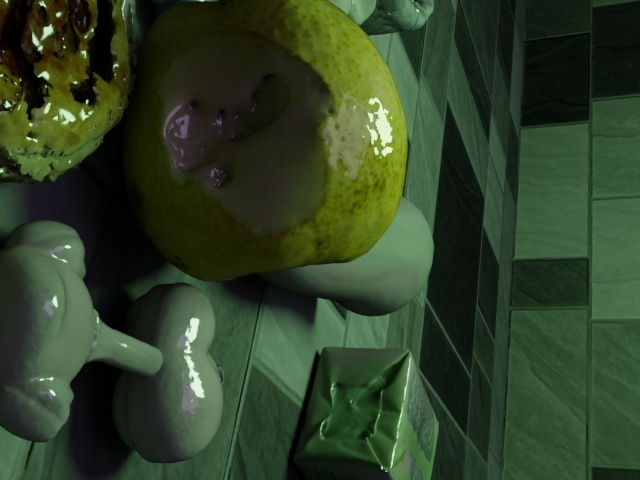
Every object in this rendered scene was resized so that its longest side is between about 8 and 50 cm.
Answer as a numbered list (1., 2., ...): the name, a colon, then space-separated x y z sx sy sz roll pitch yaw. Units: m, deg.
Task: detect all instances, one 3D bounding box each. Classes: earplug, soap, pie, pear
1. earplug: 0.000 0.000 1.013 0.301 0.172 0.173 13 75 -59
2. soap: 0.071 0.269 1.150 0.199 0.138 0.182 65 33 -44
3. pie: -0.218 -0.167 0.573 0.308 0.085 0.309 -3 90 -69
4. pear: -0.052 -0.093 0.751 0.271 0.271 0.271 -3 90 -67

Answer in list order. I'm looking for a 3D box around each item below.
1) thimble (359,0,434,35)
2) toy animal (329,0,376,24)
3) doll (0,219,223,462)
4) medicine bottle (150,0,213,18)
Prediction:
1. thimble: 0.069 -0.406 1.206 0.245 0.157 0.217 -59 143 -52
2. toy animal: -0.010 -0.256 1.032 0.178 0.127 0.193 31 58 -66
3. doll: -0.167 0.084 0.659 0.365 0.094 0.160 42 42 -61
4. medicine bottle: -0.150 -0.282 0.784 0.059 0.059 0.231 -64 144 -49
